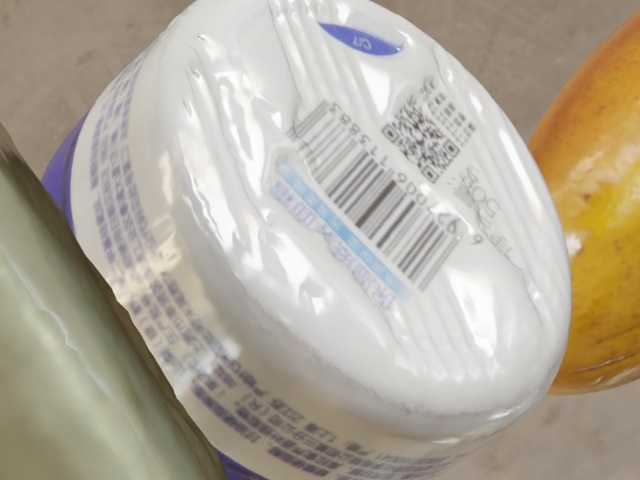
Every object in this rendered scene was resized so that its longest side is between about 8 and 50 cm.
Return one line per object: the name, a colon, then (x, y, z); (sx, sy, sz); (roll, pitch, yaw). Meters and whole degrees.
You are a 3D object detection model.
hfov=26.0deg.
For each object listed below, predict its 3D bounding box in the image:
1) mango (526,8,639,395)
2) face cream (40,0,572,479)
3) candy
mango: (0.224, -0.044, 0.839); (0.350, 0.201, 0.199); (-38, 102, -10)
face cream: (0.000, 0.000, 0.552); (0.206, 0.206, 0.111); (15, 140, -34)
candy: (-0.100, 0.045, 0.380); (0.102, 0.104, 0.234); (-28, 105, -2)
